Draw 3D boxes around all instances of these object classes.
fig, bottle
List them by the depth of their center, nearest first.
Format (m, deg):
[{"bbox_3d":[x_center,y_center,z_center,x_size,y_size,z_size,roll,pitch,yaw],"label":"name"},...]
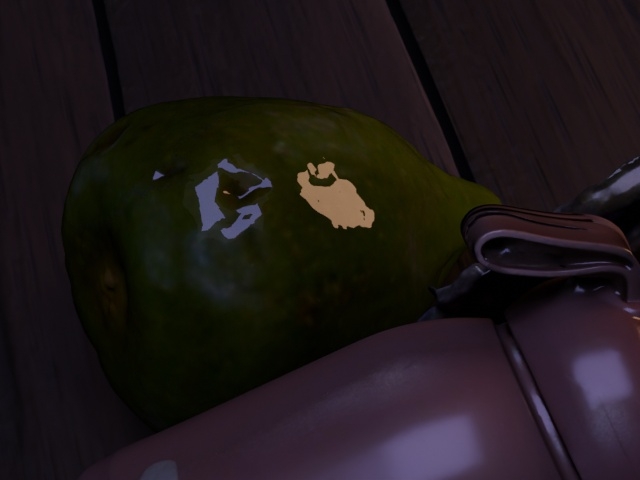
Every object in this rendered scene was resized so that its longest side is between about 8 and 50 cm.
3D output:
[{"bbox_3d":[0.036,0.116,0.805,0.297,0.206,0.173,-25,16,7],"label":"bottle"},{"bbox_3d":[0.000,0.000,0.961,0.275,0.206,0.206,-11,49,-28],"label":"fig"}]

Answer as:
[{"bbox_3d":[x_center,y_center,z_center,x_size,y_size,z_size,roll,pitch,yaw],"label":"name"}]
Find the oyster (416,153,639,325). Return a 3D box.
[{"bbox_3d":[0.184,-0.016,0.904,0.275,0.271,0.100,-40,95,-32],"label":"oyster"}]
